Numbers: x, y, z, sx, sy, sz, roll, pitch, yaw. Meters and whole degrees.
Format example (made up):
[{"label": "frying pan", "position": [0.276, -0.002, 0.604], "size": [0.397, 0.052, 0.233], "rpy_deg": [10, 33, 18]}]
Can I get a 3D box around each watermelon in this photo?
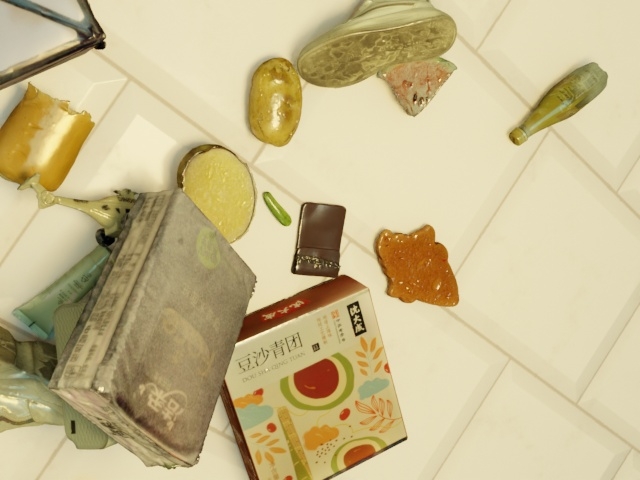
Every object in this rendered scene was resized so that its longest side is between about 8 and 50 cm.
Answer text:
[{"label": "watermelon", "position": [0.190, -0.330, 1.571], "size": [0.187, 0.071, 0.139], "rpy_deg": [-4, 117, -20]}]

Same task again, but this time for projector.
[{"label": "projector", "position": [-0.359, 0.226, 1.339], "size": [0.198, 0.108, 0.251], "rpy_deg": [-1, 83, -65]}]

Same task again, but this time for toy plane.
[{"label": "toy plane", "position": [-0.391, -0.055, 1.326], "size": [0.286, 0.092, 0.108], "rpy_deg": [11, 62, -51]}]

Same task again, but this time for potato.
[{"label": "potato", "position": [-0.211, -0.088, 1.434], "size": [0.164, 0.081, 0.201], "rpy_deg": [-24, 114, -27]}, {"label": "potato", "position": [-0.087, -0.269, 1.448], "size": [0.107, 0.080, 0.171], "rpy_deg": [8, 100, -14]}]

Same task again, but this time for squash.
[{"label": "squash", "position": [-0.089, -0.063, 1.524], "size": [0.027, 0.027, 0.089], "rpy_deg": [-44, 114, -10]}]

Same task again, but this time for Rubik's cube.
[{"label": "Rubik's cube", "position": [-0.526, -0.374, 1.105], "size": [0.310, 0.305, 0.307], "rpy_deg": [-27, 109, -14]}]

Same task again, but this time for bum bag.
[{"label": "bum bag", "position": [0.000, 0.000, 1.578], "size": [0.109, 0.026, 0.159], "rpy_deg": [4, 100, -24]}]

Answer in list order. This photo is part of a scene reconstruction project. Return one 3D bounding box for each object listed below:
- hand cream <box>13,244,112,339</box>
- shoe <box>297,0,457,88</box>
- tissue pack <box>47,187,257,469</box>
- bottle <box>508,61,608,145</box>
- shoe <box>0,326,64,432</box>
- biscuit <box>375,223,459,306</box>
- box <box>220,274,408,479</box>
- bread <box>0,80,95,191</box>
[{"label": "hand cream", "position": [-0.462, 0.090, 1.377], "size": [0.205, 0.050, 0.078], "rpy_deg": [-43, 115, -5]}, {"label": "shoe", "position": [0.101, -0.414, 1.477], "size": [0.316, 0.159, 0.124], "rpy_deg": [-11, 142, 1]}, {"label": "tissue pack", "position": [-0.266, 0.148, 1.276], "size": [0.288, 0.124, 0.394], "rpy_deg": [56, 39, -42]}, {"label": "bottle", "position": [0.546, -0.310, 1.728], "size": [0.269, 0.083, 0.083], "rpy_deg": [-38, 114, -7]}, {"label": "shoe", "position": [-0.564, 0.282, 1.337], "size": [0.210, 0.132, 0.342], "rpy_deg": [-47, 128, 11]}, {"label": "biscuit", "position": [0.224, 0.064, 1.687], "size": [0.280, 0.043, 0.183], "rpy_deg": [38, 88, -31]}, {"label": "box", "position": [-0.026, 0.318, 1.584], "size": [0.344, 0.122, 0.385], "rpy_deg": [-22, 110, -19]}, {"label": "bread", "position": [-0.482, -0.169, 1.285], "size": [0.134, 0.085, 0.173], "rpy_deg": [27, 90, -27]}]
